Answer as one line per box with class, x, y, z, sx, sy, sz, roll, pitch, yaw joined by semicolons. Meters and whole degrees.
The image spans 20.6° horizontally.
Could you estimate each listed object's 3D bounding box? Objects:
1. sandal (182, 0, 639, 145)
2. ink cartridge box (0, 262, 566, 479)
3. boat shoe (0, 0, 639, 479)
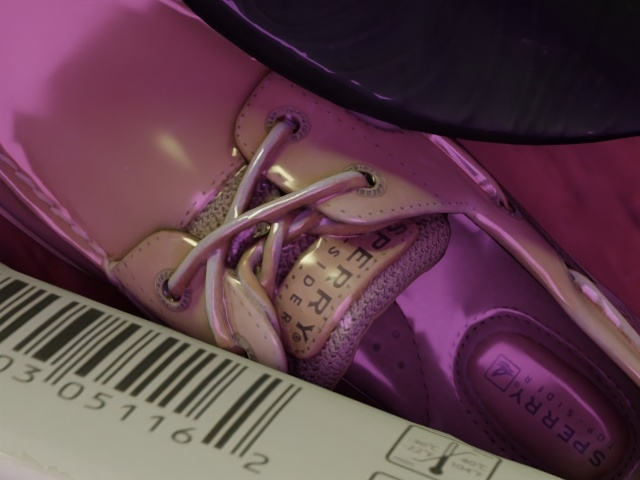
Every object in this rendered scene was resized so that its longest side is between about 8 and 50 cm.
sandal;0.173;-0.110;0.497;0.445;0.107;0.167;3;79;-12
ink cartridge box;-0.025;0.223;0.507;0.308;0.091;0.385;19;119;13
boat shoe;0.000;0.000;0.515;0.302;0.098;0.109;37;93;-13
